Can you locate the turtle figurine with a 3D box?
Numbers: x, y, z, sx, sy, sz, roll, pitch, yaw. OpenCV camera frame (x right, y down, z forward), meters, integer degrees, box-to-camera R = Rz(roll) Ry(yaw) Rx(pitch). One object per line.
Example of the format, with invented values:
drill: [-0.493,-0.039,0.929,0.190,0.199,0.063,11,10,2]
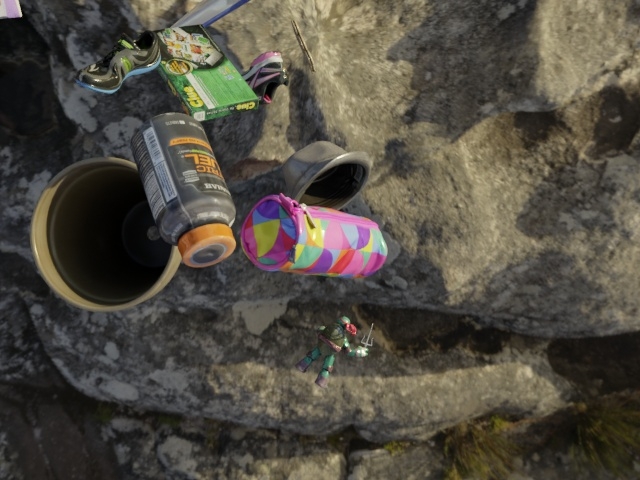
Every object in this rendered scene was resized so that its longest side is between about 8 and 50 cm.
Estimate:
turtle figurine: [0.035,0.300,1.597,0.234,0.175,0.118,-54,140,-4]

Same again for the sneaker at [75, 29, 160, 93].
sneaker: [-0.352,-0.316,0.957,0.067,0.188,0.078,31,139,10]

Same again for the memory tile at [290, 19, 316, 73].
memory tile: [-0.039,-0.465,1.331,0.012,0.148,0.113,-24,96,4]

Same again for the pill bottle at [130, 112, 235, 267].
pill bottle: [-0.220,-0.079,0.908,0.130,0.130,0.246,-30,66,10]

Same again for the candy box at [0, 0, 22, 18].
candy box: [-0.538,-0.472,0.861,0.070,0.196,0.165,-16,147,-22]

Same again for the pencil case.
pencil case: [0.000,0.000,0.757,0.104,0.236,0.105,-4,82,34]

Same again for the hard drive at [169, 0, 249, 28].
hard drive: [-0.211,-0.555,1.256,0.318,0.210,0.040,-6,131,44]

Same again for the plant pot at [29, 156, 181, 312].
plant pot: [-0.435,-0.013,1.267,0.322,0.280,0.324,0,91,6]

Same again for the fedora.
fedora: [-0.003,-0.163,1.385,0.124,0.275,0.244,52,132,21]

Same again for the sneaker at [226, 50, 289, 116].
sneaker: [-0.137,-0.300,1.112,0.178,0.072,0.077,-33,83,30]

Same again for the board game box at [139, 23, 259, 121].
board game box: [-0.237,-0.328,1.058,0.136,0.260,0.030,-18,147,-29]
